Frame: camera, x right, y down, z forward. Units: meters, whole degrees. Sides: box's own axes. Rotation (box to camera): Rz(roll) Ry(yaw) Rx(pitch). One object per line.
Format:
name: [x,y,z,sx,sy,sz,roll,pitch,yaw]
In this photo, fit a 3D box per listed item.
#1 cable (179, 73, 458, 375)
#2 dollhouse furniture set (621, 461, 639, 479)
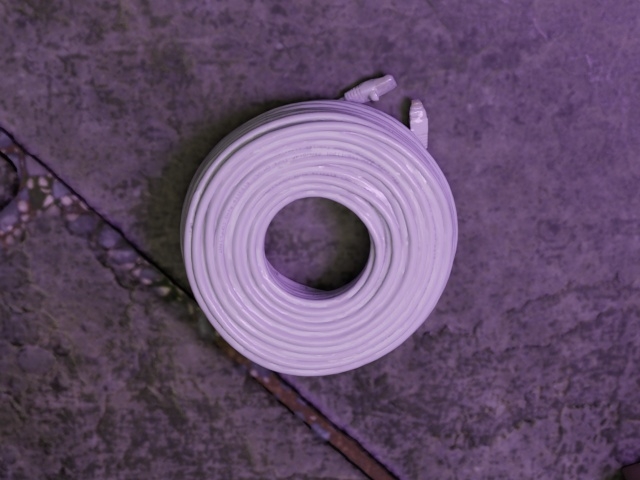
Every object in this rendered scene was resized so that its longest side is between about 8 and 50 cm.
cable: [0.000,0.000,1.454,0.257,0.089,0.257,-17,106,1]
dollhouse furniture set: [0.434,0.249,1.524,0.259,0.135,0.262,-16,106,1]
